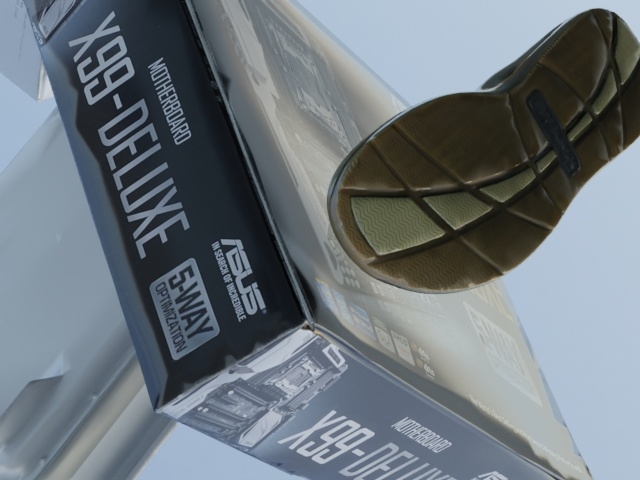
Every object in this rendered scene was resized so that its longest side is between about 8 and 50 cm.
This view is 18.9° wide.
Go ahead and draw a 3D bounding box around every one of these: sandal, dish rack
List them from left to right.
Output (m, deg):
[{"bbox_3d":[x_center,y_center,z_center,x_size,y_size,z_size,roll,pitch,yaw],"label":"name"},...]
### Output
[{"bbox_3d":[-0.141,0.008,1.140,0.072,0.333,0.285,45,167,-36],"label":"dish rack"},{"bbox_3d":[0.065,-0.033,0.736,0.180,0.049,0.072,-37,-76,-39],"label":"sandal"}]

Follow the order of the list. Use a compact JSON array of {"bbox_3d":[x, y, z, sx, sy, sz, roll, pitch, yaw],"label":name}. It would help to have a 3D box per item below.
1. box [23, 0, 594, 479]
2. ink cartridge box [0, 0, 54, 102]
[{"bbox_3d":[0.000,0.000,0.877,0.307,0.076,0.242,36,-152,-55],"label":"box"},{"bbox_3d":[-0.205,-0.193,1.367,0.190,0.082,0.139,39,-139,26],"label":"ink cartridge box"}]
